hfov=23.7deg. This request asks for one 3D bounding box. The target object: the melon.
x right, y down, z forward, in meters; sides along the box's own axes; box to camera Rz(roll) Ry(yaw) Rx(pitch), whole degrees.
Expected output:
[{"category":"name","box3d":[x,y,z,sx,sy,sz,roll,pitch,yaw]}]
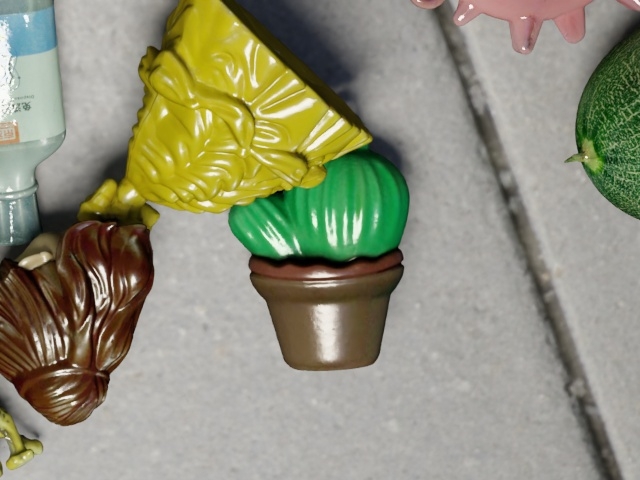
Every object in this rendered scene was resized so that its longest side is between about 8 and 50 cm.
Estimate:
[{"category":"melon","box3d":[0.321,-0.103,1.198,0.288,0.182,0.182,-16,112,-9]}]

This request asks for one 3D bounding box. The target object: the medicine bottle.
[{"category":"medicine bottle","box3d":[-0.232,-0.099,1.109,0.090,0.053,0.208,-8,113,-14]}]

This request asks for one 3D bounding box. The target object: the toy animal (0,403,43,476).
[{"category":"toy animal","box3d":[-0.277,0.119,1.135,0.073,0.181,0.136,-26,85,15]}]

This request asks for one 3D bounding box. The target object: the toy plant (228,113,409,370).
[{"category":"toy plant","box3d":[0.000,0.000,1.192,0.143,0.105,0.200,-3,91,5]}]

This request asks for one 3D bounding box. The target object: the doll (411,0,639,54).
[{"category":"doll","box3d":[0.177,-0.254,1.150,0.262,0.093,0.211,-26,108,-3]}]

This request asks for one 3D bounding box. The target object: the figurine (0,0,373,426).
[{"category":"figurine","box3d":[-0.133,-0.022,1.110,0.168,0.187,0.315,45,97,8]}]
